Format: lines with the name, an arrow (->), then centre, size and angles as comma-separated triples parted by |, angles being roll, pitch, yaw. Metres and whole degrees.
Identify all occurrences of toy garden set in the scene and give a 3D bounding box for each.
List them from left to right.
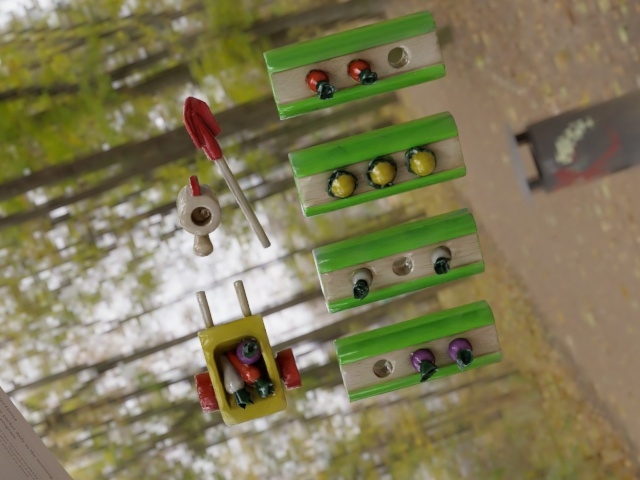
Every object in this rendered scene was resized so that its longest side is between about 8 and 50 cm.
toy garden set -> 0.000, 0.000, 0.926 | 0.049, 0.204, 0.244 | -113, 8, -70

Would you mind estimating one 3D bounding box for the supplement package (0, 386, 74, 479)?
supplement package -> -0.322, 0.124, 0.890 | 0.262, 0.204, 0.145 | 53, -158, 1
